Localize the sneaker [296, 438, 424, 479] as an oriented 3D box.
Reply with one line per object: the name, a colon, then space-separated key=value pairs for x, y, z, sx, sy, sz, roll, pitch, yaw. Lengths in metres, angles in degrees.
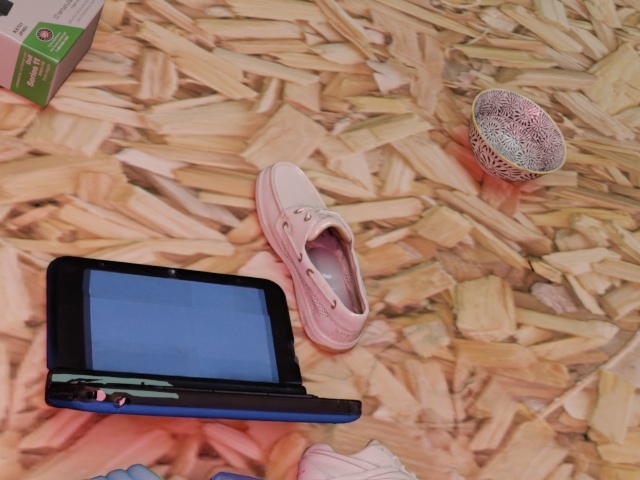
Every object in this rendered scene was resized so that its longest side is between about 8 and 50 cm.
sneaker: x=0.080 y=0.273 z=1.055 sx=0.232 sy=0.090 sz=0.115 roll=19 pitch=45 yaw=-17

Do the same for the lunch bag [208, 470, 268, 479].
lunch bag: x=-0.082 y=0.275 z=0.975 sx=0.098 sy=0.065 sz=0.067 roll=15 pitch=49 yaw=-20

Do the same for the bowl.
bowl: x=0.290 y=-0.148 z=1.505 sx=0.170 sy=0.080 sz=0.170 roll=16 pitch=49 yaw=-19

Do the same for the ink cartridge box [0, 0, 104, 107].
ink cartridge box: x=-0.402 y=-0.284 z=1.214 sx=0.208 sy=0.087 sz=0.153 roll=26 pitch=46 yaw=-8

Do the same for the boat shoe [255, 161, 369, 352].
boat shoe: x=0.000 y=0.000 z=1.213 sx=0.098 sy=0.096 sz=0.277 roll=-6 pitch=59 yaw=-32

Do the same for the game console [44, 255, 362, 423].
game console: x=-0.130 y=0.099 z=1.020 sx=0.293 sy=0.250 sz=0.174 roll=7 pitch=79 yaw=-25

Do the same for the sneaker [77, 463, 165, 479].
sneaker: x=-0.152 y=0.334 z=0.823 sx=0.208 sy=0.127 sz=0.319 roll=-17 pitch=65 yaw=-21
